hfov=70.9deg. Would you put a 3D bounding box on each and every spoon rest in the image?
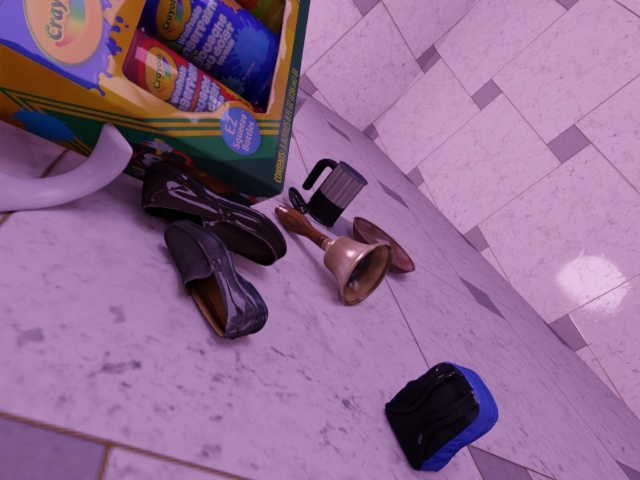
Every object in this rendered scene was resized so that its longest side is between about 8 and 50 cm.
[{"bbox_3d":[-0.319,-0.068,0.408,0.276,0.084,0.137,-12,51,-50],"label":"spoon rest"}]

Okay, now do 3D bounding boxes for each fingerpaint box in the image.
[{"bbox_3d":[-0.206,-0.315,0.641,0.371,0.163,0.445,26,61,-40],"label":"fingerpaint box"}]

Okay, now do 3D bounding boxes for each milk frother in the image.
[{"bbox_3d":[0.013,-0.113,1.008,0.129,0.135,0.143,39,19,1],"label":"milk frother"}]

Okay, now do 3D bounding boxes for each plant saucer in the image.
[{"bbox_3d":[0.150,0.018,1.121,0.198,0.036,0.199,35,19,-14],"label":"plant saucer"}]

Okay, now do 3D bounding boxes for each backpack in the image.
[{"bbox_3d":[0.158,0.213,0.566,0.101,0.120,0.098,22,25,-41],"label":"backpack"}]

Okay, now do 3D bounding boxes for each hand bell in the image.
[{"bbox_3d":[0.000,0.000,0.827,0.242,0.126,0.126,36,15,32],"label":"hand bell"}]

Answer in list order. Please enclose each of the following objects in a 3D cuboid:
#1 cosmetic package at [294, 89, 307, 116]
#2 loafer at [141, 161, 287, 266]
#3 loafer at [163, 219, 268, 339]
[{"bbox_3d":[-0.157,-0.316,1.074,0.151,0.184,0.151,40,19,2],"label":"cosmetic package"},{"bbox_3d":[-0.147,-0.015,0.611,0.220,0.080,0.078,30,52,-23],"label":"loafer"},{"bbox_3d":[-0.131,0.040,0.514,0.170,0.062,0.061,44,24,18],"label":"loafer"}]
